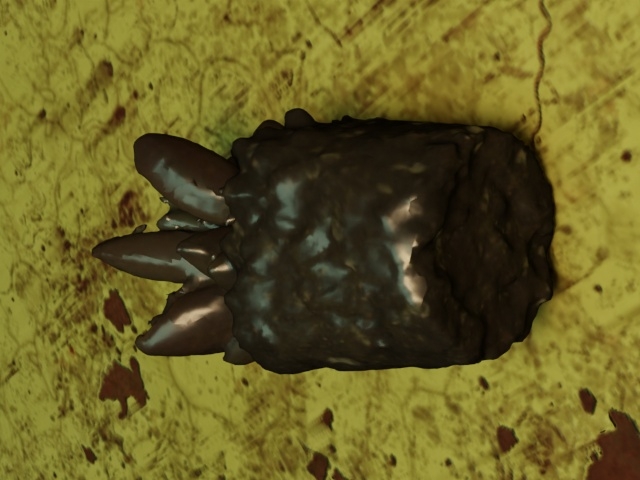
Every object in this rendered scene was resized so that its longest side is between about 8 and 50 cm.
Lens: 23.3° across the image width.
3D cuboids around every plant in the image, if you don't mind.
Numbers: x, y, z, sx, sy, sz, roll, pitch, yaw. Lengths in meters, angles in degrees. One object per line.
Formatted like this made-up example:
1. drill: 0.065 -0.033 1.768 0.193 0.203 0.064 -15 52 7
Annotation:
1. plant: 0.000 0.000 1.066 0.320 0.194 0.182 4 96 43
